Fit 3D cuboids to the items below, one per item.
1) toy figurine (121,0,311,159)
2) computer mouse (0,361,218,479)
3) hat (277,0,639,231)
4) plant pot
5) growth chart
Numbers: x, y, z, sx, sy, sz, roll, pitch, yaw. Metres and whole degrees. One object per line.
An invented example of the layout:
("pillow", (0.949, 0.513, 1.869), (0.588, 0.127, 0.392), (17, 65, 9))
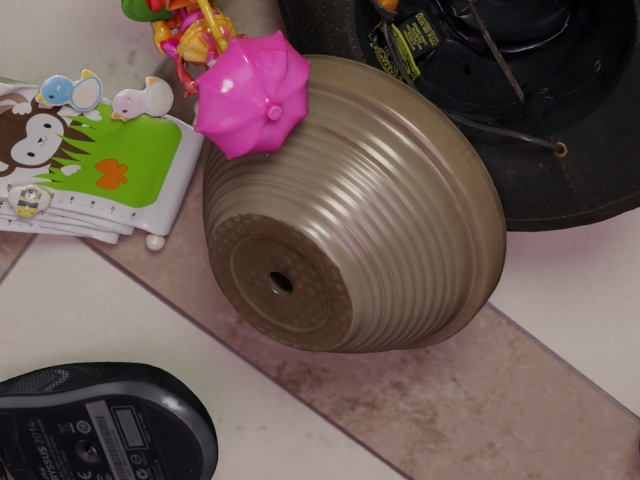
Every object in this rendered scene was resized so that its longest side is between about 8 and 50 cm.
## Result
("toy figurine", (-0.068, -0.122, 0.867), (0.130, 0.173, 0.159), (-21, 75, -15))
("computer mouse", (-0.199, 0.147, 1.110), (0.272, 0.072, 0.189), (-2, 116, 21))
("hat", (0.133, -0.160, 0.880), (0.331, 0.134, 0.331), (21, 133, 25))
("plant pot", (0.000, 0.000, 0.940), (0.237, 0.110, 0.237), (22, 137, 22))
("growth chart", (-0.203, -0.056, 0.993), (0.237, 0.021, 0.172), (2, 133, -14))
